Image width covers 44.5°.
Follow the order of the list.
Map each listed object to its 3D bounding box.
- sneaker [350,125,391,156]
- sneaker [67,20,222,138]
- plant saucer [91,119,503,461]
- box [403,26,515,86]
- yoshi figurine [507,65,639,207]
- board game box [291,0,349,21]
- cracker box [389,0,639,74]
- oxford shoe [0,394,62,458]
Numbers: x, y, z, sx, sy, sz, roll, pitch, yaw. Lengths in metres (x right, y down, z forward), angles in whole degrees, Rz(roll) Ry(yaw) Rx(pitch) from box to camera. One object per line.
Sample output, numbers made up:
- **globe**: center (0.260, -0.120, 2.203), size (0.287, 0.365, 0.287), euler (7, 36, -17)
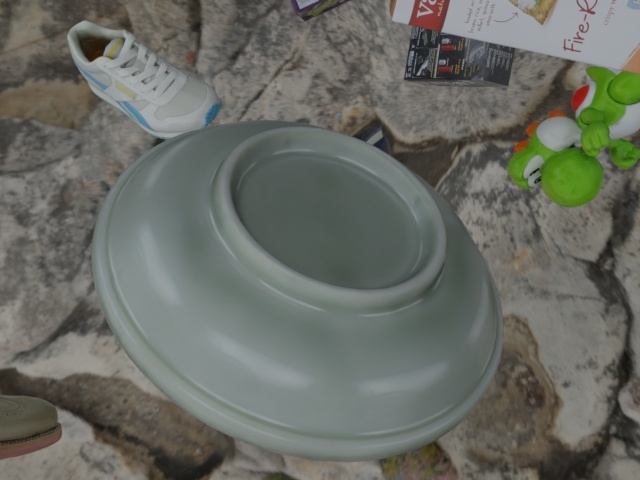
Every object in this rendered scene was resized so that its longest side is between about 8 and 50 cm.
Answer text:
- **sneaker**: center (0.051, -0.098, 1.411), size (0.112, 0.319, 0.131), euler (-12, 110, 40)
- **sneaker**: center (-0.223, -0.199, 0.967), size (0.229, 0.092, 0.087), euler (26, 70, 24)
- **plant saucer**: center (0.000, 0.000, 0.718), size (0.400, 0.400, 0.100), euler (28, 134, 4)
- **box**: center (0.286, -0.461, 1.538), size (0.076, 0.242, 0.307), euler (4, 97, -33)
- **yoshi figurine**: center (0.528, -0.188, 1.436), size (0.362, 0.203, 0.203), euler (-37, 107, 13)
- **board game box**: center (0.005, -0.467, 0.938), size (0.208, 0.056, 0.346), euler (-21, 88, 15)
- **cracker box**: center (0.183, -0.228, 0.608), size (0.232, 0.067, 0.155), euler (11, 117, -2)
- **oxford shoe**: center (-0.451, 0.171, 0.895), size (0.140, 0.397, 0.146), euler (0, 75, 30)
